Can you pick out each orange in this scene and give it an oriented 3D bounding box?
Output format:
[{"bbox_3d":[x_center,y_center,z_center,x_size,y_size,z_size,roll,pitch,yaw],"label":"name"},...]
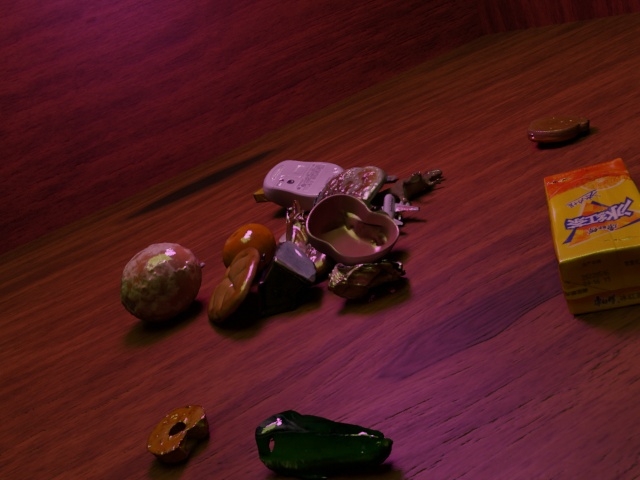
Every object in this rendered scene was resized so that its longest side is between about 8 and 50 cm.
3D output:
[{"bbox_3d":[-0.184,0.030,1.591,0.155,0.134,0.154,-43,12,12],"label":"orange"}]

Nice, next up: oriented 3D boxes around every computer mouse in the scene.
[{"bbox_3d":[-0.047,-0.166,1.946,0.297,0.121,0.184,9,49,27],"label":"computer mouse"}]

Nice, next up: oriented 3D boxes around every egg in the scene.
[{"bbox_3d":[-0.402,0.106,1.526,0.233,0.195,0.195,-32,18,15],"label":"egg"}]

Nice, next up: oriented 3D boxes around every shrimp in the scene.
[{"bbox_3d":[-0.023,-0.015,1.500,0.152,0.063,0.287,-23,45,15],"label":"shrimp"}]

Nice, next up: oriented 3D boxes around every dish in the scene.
[{"bbox_3d":[0.069,-0.006,1.387,0.213,0.090,0.213,4,44,-4],"label":"dish"}]

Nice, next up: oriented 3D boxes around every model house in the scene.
[{"bbox_3d":[-0.090,0.095,1.377,0.152,0.106,0.165,-57,8,19],"label":"model house"}]

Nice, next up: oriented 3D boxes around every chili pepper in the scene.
[{"bbox_3d":[0.006,0.281,0.850,0.216,0.062,0.108,-6,26,34],"label":"chili pepper"}]

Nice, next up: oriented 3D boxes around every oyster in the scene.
[{"bbox_3d":[0.089,0.082,1.268,0.163,0.081,0.191,-3,-1,-18],"label":"oyster"}]

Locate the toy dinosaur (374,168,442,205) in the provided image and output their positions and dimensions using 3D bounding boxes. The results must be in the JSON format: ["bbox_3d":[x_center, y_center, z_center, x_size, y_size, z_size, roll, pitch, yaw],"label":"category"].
[{"bbox_3d":[0.230,-0.140,1.696,0.251,0.072,0.200,-31,8,11],"label":"toy dinosaur"}]

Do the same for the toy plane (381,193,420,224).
[{"bbox_3d":[0.178,-0.072,1.544,0.162,0.065,0.171,-11,19,16],"label":"toy plane"}]

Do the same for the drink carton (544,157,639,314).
[{"bbox_3d":[0.483,-0.018,1.042,0.155,0.111,0.351,-14,23,23],"label":"drink carton"}]

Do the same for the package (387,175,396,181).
[{"bbox_3d":[0.194,-0.190,1.898,0.110,0.015,0.037,-6,31,41],"label":"package"}]

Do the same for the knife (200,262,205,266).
[{"bbox_3d":[-0.434,0.128,1.736,0.046,0.022,0.256,-10,18,47],"label":"knife"}]

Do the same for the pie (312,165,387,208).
[{"bbox_3d":[0.084,-0.130,1.728,0.240,0.054,0.240,-25,34,18],"label":"pie"}]

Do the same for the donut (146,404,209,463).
[{"bbox_3d":[-0.237,0.327,1.009,0.097,0.043,0.108,0,31,45],"label":"donut"}]

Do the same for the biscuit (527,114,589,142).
[{"bbox_3d":[0.661,-0.305,1.665,0.170,0.050,0.170,-12,22,5],"label":"biscuit"}]

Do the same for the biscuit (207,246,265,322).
[{"bbox_3d":[-0.203,0.103,1.405,0.203,0.041,0.260,-52,17,-2],"label":"biscuit"}]

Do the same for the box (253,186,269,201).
[{"bbox_3d":[-0.104,-0.197,2.186,0.279,0.041,0.153,-1,30,45],"label":"box"}]

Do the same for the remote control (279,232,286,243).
[{"bbox_3d":[0.000,-0.001,1.572,0.230,0.049,0.090,-1,30,36],"label":"remote control"}]
